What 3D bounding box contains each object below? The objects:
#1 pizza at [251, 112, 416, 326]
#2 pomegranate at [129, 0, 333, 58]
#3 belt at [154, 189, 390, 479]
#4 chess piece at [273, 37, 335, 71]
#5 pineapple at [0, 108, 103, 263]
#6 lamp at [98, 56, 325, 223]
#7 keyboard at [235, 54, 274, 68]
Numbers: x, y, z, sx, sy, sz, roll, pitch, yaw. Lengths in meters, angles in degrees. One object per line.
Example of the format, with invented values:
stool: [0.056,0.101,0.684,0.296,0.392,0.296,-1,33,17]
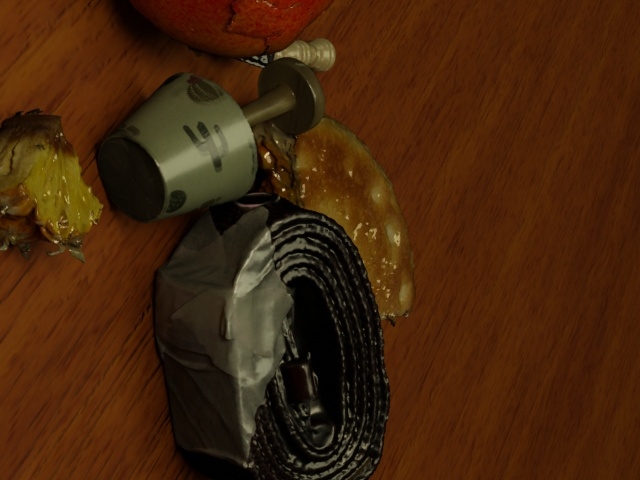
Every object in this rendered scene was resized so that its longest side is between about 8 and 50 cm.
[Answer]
pizza: [0.000,0.000,1.431,0.335,0.086,0.226,54,51,-45]
pomegranate: [-0.071,-0.249,1.183,0.235,0.210,0.210,105,2,-64]
belt: [-0.050,0.099,1.281,0.184,0.164,0.289,-18,110,-32]
chess piece: [-0.023,-0.189,1.439,0.092,0.035,0.035,-10,99,-57]
pineapple: [-0.218,-0.043,1.073,0.137,0.069,0.116,24,64,-68]
lamp: [-0.088,-0.095,1.226,0.214,0.121,0.121,-31,119,-40]
keyboard: [-0.064,-0.289,1.345,0.087,0.017,0.251,17,74,-31]
